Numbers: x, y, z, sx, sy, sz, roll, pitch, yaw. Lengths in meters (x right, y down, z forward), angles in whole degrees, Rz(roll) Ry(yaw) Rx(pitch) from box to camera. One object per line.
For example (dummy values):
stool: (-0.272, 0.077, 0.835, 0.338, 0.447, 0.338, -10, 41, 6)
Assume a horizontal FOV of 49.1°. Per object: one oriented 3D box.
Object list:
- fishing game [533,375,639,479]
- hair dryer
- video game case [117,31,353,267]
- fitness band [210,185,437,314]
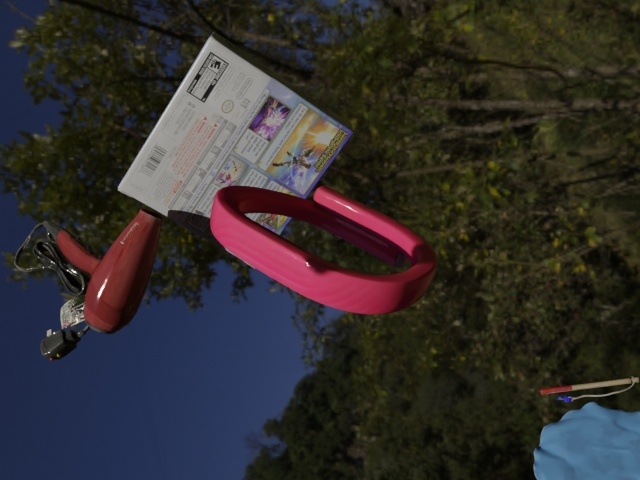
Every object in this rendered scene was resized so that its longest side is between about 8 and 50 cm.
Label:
fishing game: (0.375, 0.287, 0.910, 0.264, 0.189, 0.041, -78, -31, -53)
hair dryer: (-0.352, 0.038, 1.055, 0.080, 0.294, 0.223, 6, -119, -67)
video game case: (-0.127, -0.128, 1.051, 0.269, 0.244, 0.061, -53, 16, 18)
fitness band: (0.000, 0.000, 0.854, 0.209, 0.291, 0.054, -21, -49, -51)
